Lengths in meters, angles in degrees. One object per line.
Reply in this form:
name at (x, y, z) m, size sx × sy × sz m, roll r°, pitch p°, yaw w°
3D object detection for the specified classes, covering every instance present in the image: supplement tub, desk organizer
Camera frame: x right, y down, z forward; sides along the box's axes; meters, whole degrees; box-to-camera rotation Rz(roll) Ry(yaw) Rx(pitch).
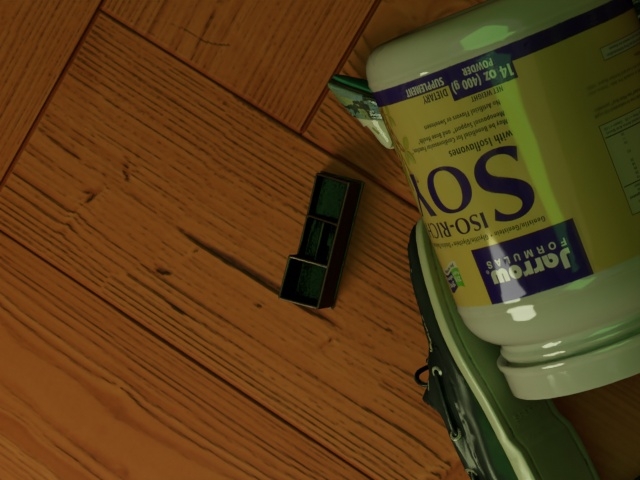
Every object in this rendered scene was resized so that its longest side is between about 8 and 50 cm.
supplement tub at (0.202, -0.053, 1.627) m, size 0.241 × 0.241 × 0.331 m, roll -21°, pitch 96°, yaw 15°
desk organizer at (0.000, 0.000, 1.815) m, size 0.047 × 0.050 × 0.130 m, roll 15°, pitch 95°, yaw 15°

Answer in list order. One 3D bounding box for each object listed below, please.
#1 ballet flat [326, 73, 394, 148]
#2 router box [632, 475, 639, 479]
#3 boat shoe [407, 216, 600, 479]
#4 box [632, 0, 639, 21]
ballet flat at (0.091, -0.112, 1.782) m, size 0.188 × 0.070 × 0.070 m, roll 13°, pitch 94°, yaw 17°
router box at (0.308, 0.319, 1.729) m, size 0.133 × 0.046 × 0.179 m, roll -38°, pitch 79°, yaw 18°
boat shoe at (0.147, 0.140, 1.745) m, size 0.113 × 0.127 × 0.340 m, roll -35°, pitch 78°, yaw 40°
box at (0.434, -0.178, 1.677) m, size 0.307 × 0.076 × 0.242 m, roll -28°, pitch 83°, yaw 14°
